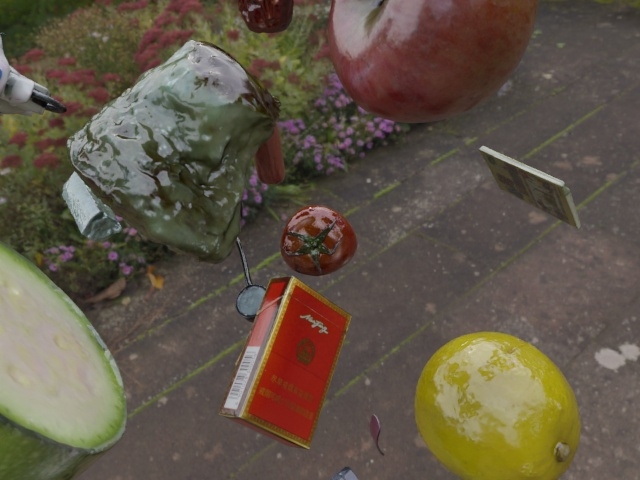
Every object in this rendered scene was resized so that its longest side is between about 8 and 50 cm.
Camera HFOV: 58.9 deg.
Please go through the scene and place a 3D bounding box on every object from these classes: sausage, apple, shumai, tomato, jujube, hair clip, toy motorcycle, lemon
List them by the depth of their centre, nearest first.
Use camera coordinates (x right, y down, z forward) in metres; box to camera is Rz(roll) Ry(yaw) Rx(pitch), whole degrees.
[{"bbox_3d":[-0.427,-0.198,0.689,0.221,0.150,0.102,14,83,27],"label":"toy motorcycle"},{"bbox_3d":[0.176,-0.350,0.867,0.269,0.345,0.345,2,27,-33],"label":"apple"},{"bbox_3d":[-0.228,-0.174,1.004,0.323,0.324,0.397,-52,33,7],"label":"shumai"},{"bbox_3d":[-0.111,-0.188,1.177,0.062,0.154,0.062,-5,38,4],"label":"sausage"},{"bbox_3d":[0.373,0.362,1.211,0.347,0.348,0.348,-6,36,5],"label":"lemon"},{"bbox_3d":[0.000,0.000,1.247,0.167,0.167,0.167,-6,36,5],"label":"tomato"},{"bbox_3d":[-0.129,-0.602,1.325,0.155,0.230,0.155,-1,30,1],"label":"jujube"},{"bbox_3d":[0.149,0.517,1.498,0.022,0.137,0.054,-16,38,-9],"label":"hair clip"}]

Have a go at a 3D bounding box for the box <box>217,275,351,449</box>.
[{"bbox_3d":[-0.051,0.198,0.931,0.074,0.153,0.240,-14,48,51],"label":"box"}]

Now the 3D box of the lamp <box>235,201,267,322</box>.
[{"bbox_3d":[-0.155,0.031,1.145,0.130,0.109,0.371,-33,49,-8],"label":"lamp"}]

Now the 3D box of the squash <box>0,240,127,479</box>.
[{"bbox_3d":[-0.387,0.185,0.454,0.384,0.263,0.263,-41,40,-1],"label":"squash"}]

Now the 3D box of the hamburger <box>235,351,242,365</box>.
[{"bbox_3d":[-0.121,0.318,1.569,0.135,0.155,0.207,36,65,26],"label":"hamburger"}]

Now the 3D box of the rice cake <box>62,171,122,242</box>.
[{"bbox_3d":[-0.487,-0.072,1.193,0.069,0.063,0.206,-47,50,8],"label":"rice cake"}]

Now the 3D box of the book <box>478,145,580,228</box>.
[{"bbox_3d":[0.414,-0.105,1.117,0.013,0.168,0.192,-51,48,-1],"label":"book"}]

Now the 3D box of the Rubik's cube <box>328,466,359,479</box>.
[{"bbox_3d":[-0.002,0.666,1.081,0.292,0.293,0.287,-45,72,16],"label":"Rubik's cube"}]
